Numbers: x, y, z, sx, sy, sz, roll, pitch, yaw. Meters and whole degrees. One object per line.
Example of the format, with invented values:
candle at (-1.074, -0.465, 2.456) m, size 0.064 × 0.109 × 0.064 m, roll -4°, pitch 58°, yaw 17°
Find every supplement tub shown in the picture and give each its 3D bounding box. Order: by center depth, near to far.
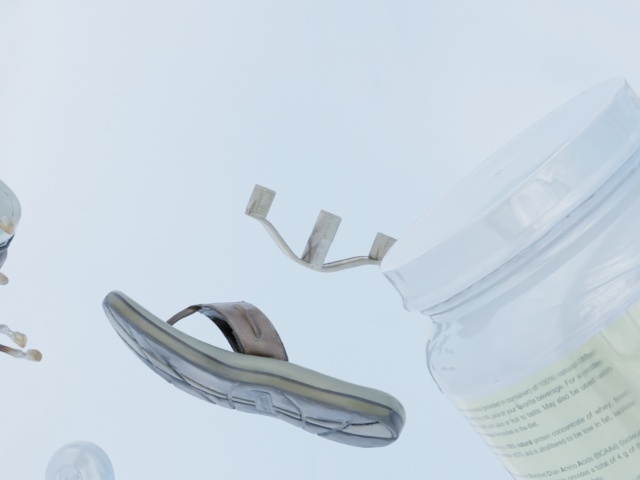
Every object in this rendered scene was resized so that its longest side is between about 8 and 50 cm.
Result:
supplement tub at (0.215, 0.081, 1.036) m, size 0.325 × 0.235 × 0.235 m, roll 51°, pitch 36°, yaw -6°

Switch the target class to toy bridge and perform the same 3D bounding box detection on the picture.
toy bridge at (0.000, 0.000, 1.687) m, size 0.188 × 0.026 × 0.063 m, roll 21°, pitch 92°, yaw -34°

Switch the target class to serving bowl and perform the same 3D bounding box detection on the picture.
serving bowl at (-0.265, 0.258, 1.738) m, size 0.027 × 0.083 × 0.083 m, roll 8°, pitch 70°, yaw -68°

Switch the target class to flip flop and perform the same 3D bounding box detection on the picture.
flip flop at (-0.054, 0.098, 1.375) m, size 0.112 × 0.277 × 0.080 m, roll 87°, pitch 22°, yaw -67°

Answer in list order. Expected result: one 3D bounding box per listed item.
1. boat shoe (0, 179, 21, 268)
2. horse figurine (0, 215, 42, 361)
boat shoe at (-0.474, -0.087, 1.875) m, size 0.324 × 0.096 × 0.116 m, roll 42°, pitch 49°, yaw 17°
horse figurine at (-0.360, 0.044, 1.489) m, size 0.263 × 0.174 × 0.066 m, roll 87°, pitch 14°, yaw -44°
